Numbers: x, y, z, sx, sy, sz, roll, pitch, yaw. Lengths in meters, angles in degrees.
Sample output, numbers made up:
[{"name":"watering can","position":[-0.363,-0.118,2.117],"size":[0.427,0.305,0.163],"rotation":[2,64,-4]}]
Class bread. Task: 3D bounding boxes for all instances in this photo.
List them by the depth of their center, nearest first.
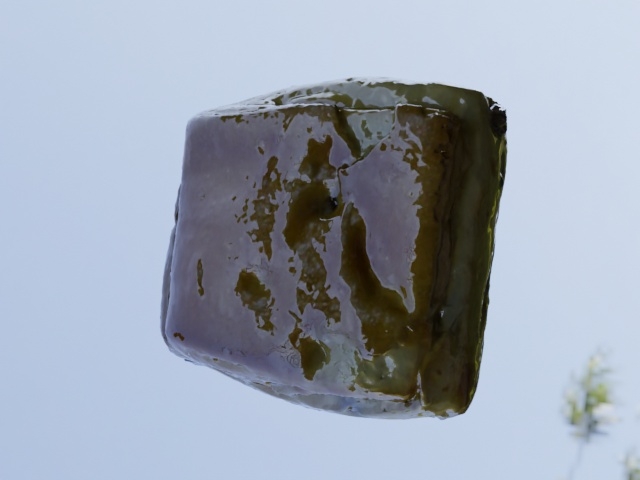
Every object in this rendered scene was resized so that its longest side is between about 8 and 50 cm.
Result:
[{"name":"bread","position":[0.000,0.000,1.163],"size":[0.099,0.235,0.210],"rotation":[15,-98,-51]}]
